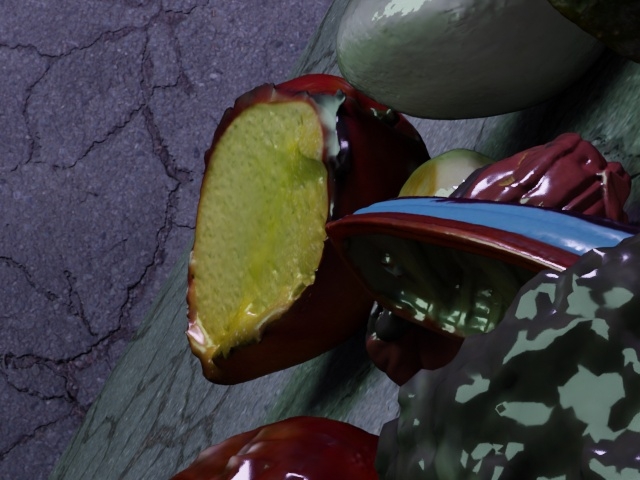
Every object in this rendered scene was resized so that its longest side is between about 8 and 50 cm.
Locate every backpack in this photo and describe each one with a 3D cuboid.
[{"bbox_3d":[0.140,0.020,1.078,0.229,0.139,0.229,-50,-6,-7],"label":"backpack"}]

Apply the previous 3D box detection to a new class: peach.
[{"bbox_3d":[0.000,0.000,1.558,0.258,0.201,0.362,45,120,47],"label":"peach"}]

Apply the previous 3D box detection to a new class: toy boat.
[{"bbox_3d":[0.153,0.037,0.843,0.392,0.136,0.079,15,60,50],"label":"toy boat"}]

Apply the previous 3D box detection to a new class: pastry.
[{"bbox_3d":[0.116,-0.008,1.345,0.156,0.092,0.156,-56,18,29],"label":"pastry"}]

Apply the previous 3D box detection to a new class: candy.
[{"bbox_3d":[0.152,-0.205,1.389,0.295,0.185,0.295,-26,3,1],"label":"candy"}]

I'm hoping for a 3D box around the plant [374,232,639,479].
[{"bbox_3d":[0.159,0.160,0.490,0.215,0.213,0.312,-50,50,36],"label":"plant"}]

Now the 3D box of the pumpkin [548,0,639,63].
[{"bbox_3d":[0.250,-0.264,1.156,0.139,0.190,0.281,-57,22,37],"label":"pumpkin"}]

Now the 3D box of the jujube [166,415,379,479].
[{"bbox_3d":[-0.052,0.288,0.904,0.377,0.276,0.276,-51,6,-34],"label":"jujube"}]
